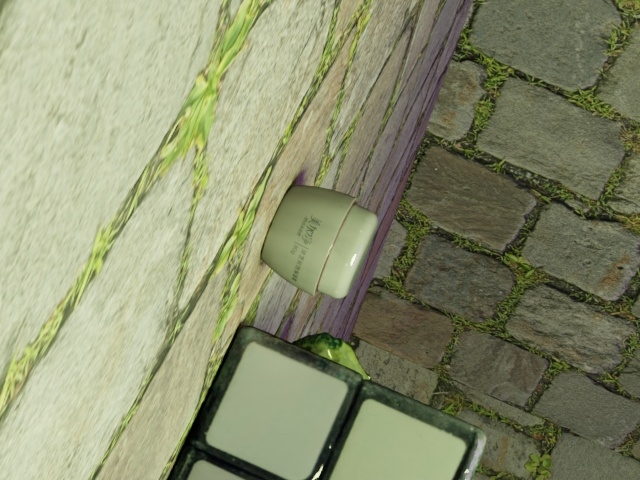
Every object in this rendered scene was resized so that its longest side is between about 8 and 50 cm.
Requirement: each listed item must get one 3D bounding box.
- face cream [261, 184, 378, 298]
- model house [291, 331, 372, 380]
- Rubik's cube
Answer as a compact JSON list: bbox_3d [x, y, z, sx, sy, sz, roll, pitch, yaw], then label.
[{"bbox_3d":[0.000,0.000,1.503,0.117,0.104,0.117,24,90,-84],"label":"face cream"},{"bbox_3d":[-0.035,0.274,2.047,0.195,0.214,0.189,-8,-158,44],"label":"model house"},{"bbox_3d":[-0.010,0.318,1.644,0.318,0.313,0.316,87,26,-75],"label":"Rubik's cube"}]
